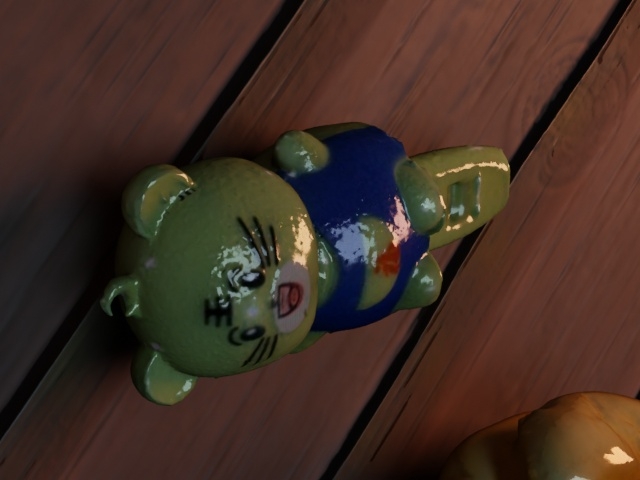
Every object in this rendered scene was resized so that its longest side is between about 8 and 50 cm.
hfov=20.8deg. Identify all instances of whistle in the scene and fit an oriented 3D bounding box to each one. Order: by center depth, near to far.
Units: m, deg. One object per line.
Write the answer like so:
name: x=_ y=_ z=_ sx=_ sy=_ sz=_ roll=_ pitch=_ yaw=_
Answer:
whistle: x=0.000 y=0.000 z=0.760 sx=0.227 sy=0.085 sz=0.105 roll=-16 pitch=118 yaw=-36

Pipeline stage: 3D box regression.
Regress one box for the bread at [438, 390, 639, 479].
bread: x=0.109 y=0.225 z=0.868 sx=0.173 sy=0.121 sz=0.311 roll=2 pitch=98 yaw=-43
